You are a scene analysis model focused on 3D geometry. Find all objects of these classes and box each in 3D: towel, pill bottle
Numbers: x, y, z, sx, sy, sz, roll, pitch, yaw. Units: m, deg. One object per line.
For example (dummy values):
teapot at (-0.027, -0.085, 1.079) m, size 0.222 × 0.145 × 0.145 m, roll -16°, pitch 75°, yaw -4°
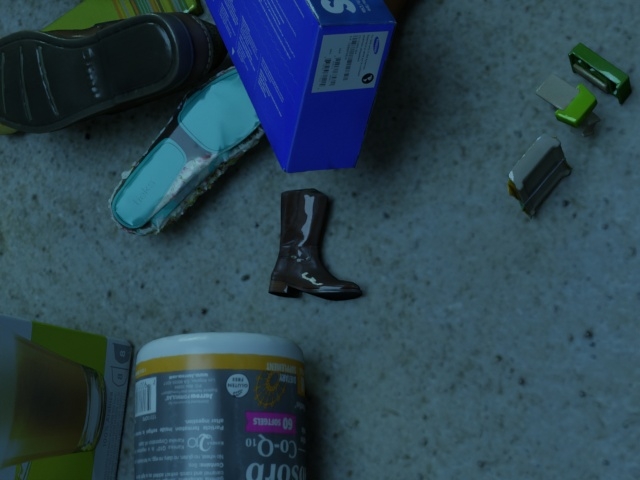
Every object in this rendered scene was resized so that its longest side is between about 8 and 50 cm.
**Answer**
towel at (-0.249, -0.235, 1.377) m, size 0.237 × 0.021 × 0.102 m, roll -31°, pitch 62°, yaw 11°
pill bottle at (-0.092, 0.232, 1.115) m, size 0.162 × 0.162 × 0.278 m, roll -9°, pitch 75°, yaw 27°

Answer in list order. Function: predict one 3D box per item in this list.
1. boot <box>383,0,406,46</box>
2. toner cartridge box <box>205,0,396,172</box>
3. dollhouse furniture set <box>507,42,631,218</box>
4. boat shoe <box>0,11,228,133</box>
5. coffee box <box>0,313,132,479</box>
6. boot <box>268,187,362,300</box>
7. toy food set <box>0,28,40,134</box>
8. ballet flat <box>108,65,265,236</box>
boot at (0.124, -0.299, 1.170) m, size 0.220 × 0.109 × 0.283 m, roll 1°, pitch 71°, yaw 25°
toner cartridge box at (-0.039, -0.238, 1.151) m, size 0.165 × 0.075 × 0.348 m, roll 107°, pitch 149°, yaw -42°
dollhouse furniture set at (0.206, -0.101, 1.083) m, size 0.058 × 0.076 × 0.152 m, roll 40°, pitch 88°, yaw 27°
boat shoe at (-0.235, -0.177, 1.296) m, size 0.307 × 0.104 × 0.111 m, roll 0°, pitch 100°, yaw 33°
coffee box at (-0.437, 0.239, 1.199) m, size 0.338 × 0.334 × 0.338 m, roll -1°, pitch 78°, yaw 28°
boot at (0.000, 0.000, 1.195) m, size 0.106 × 0.037 × 0.114 m, roll 3°, pitch 75°, yaw 27°
toy food set at (-0.360, -0.190, 1.431) m, size 0.192 × 0.038 × 0.132 m, roll -18°, pitch 70°, yaw 24°
ballet flat at (-0.124, -0.098, 1.259) m, size 0.241 × 0.077 × 0.091 m, roll -40°, pitch 82°, yaw 13°
